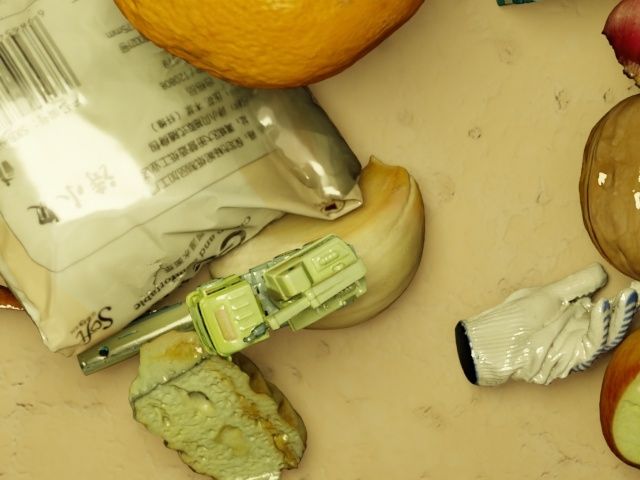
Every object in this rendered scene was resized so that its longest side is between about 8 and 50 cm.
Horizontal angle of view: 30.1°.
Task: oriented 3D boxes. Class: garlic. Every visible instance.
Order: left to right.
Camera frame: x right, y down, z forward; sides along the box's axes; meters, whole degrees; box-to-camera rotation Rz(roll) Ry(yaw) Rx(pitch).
[{"bbox_3d":[0.000,0.014,1.256,0.245,0.145,0.164,-20,67,0],"label":"garlic"}]

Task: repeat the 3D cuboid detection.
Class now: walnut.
[{"bbox_3d":[0.350,-0.057,1.237,0.167,0.167,0.207,7,89,-5],"label":"walnut"}]

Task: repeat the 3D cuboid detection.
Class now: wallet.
[{"bbox_3d":[-0.174,0.092,1.250,0.155,0.110,0.039,-21,91,-2],"label":"wallet"}]

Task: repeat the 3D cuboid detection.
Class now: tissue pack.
[{"bbox_3d":[-0.197,-0.118,1.170,0.375,0.195,0.390,-32,89,-8],"label":"tissue pack"}]

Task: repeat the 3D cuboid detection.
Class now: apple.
[{"bbox_3d":[0.399,0.168,1.275,0.195,0.160,0.173,-1,94,19],"label":"apple"}]

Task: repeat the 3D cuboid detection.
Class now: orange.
[{"bbox_3d":[-0.047,-0.280,1.014,0.312,0.312,0.312,-1,98,-4],"label":"orange"}]

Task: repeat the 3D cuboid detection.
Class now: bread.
[{"bbox_3d":[-0.105,0.177,1.244,0.128,0.088,0.232,-31,131,6],"label":"bread"}]

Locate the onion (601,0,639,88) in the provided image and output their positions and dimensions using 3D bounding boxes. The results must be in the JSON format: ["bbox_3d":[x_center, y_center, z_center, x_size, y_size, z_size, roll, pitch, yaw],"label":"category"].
[{"bbox_3d":[0.432,-0.198,1.203,0.283,0.227,0.120,-6,138,-41],"label":"onion"}]

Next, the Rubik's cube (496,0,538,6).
[{"bbox_3d":[0.250,-0.326,1.198,0.155,0.154,0.151,-13,99,-1],"label":"Rubik's cube"}]

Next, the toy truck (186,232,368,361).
[{"bbox_3d":[-0.034,0.052,1.113,0.169,0.100,0.077,-21,96,-13],"label":"toy truck"}]

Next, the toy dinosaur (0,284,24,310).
[{"bbox_3d":[-0.441,-0.006,1.196,0.432,0.208,0.097,2,130,-28],"label":"toy dinosaur"}]

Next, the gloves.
[{"bbox_3d":[0.258,0.091,1.292,0.229,0.097,0.119,-22,54,7],"label":"gloves"}]
